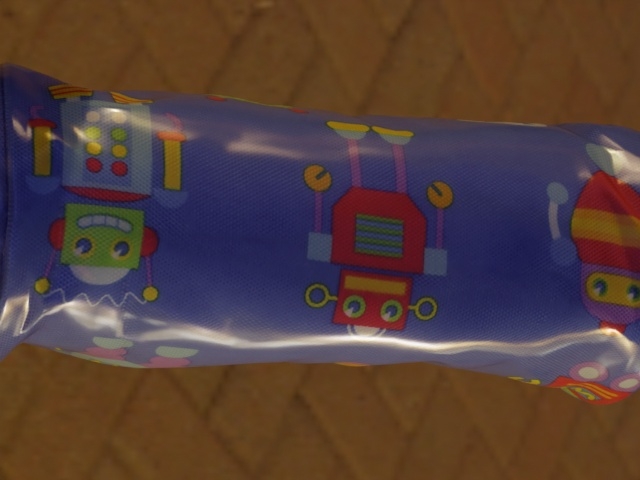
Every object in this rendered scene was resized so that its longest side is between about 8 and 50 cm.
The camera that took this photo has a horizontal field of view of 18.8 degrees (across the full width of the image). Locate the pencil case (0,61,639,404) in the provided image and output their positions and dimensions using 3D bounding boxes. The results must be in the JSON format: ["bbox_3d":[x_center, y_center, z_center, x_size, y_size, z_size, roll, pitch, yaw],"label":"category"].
[{"bbox_3d":[0.000,0.000,0.786,0.306,0.133,0.119,5,93,-19],"label":"pencil case"}]
